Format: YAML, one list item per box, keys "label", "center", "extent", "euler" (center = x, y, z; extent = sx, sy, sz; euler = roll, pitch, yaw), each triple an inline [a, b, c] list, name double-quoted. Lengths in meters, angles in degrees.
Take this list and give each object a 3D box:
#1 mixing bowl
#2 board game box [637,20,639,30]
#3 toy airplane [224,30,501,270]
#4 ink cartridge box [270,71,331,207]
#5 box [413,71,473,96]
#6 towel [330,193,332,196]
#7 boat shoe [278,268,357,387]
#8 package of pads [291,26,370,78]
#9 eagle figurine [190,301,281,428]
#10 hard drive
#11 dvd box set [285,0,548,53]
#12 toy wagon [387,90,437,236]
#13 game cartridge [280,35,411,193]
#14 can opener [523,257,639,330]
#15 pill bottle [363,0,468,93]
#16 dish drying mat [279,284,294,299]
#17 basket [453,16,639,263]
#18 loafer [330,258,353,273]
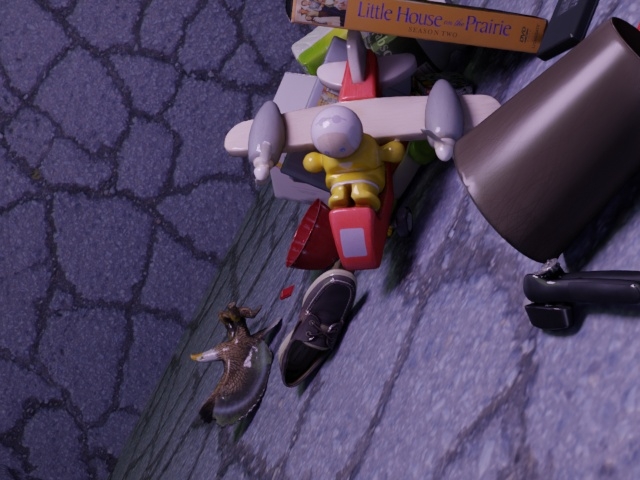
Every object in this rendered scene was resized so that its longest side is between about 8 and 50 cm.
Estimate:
- label: "mixing bowl"
  center: [0.000, 0.000, 1.689]
  extent: [0.181, 0.098, 0.181]
  euler: [-61, 13, 24]
- label: "board game box"
  center: [0.434, -0.270, 0.769]
  extent: [0.146, 0.045, 0.193]
  euler: [-66, 14, -12]
- label: "toy airplane"
  center: [0.062, -0.193, 1.247]
  extent: [0.386, 0.384, 0.272]
  euler: [-48, -18, 9]
- label: "ink cartridge box"
  center: [-0.009, -0.242, 1.760]
  extent: [0.270, 0.197, 0.198]
  euler: [83, -158, -57]
- label: "box"
  center: [0.242, -0.309, 1.422]
  extent: [0.137, 0.094, 0.027]
  euler: [-100, 4, -66]
- label: "towel"
  center: [0.058, -0.155, 1.585]
  extent: [0.274, 0.031, 0.198]
  euler: [69, -147, -51]
- label: "boat shoe"
  center: [-0.006, 0.181, 1.406]
  extent: [0.285, 0.103, 0.092]
  euler: [-59, 19, 31]
- label: "package of pads"
  center: [0.098, -0.474, 1.787]
  extent: [0.297, 0.229, 0.101]
  euler: [-36, 53, 1]
- label: "eagle figurine"
  center: [-0.219, 0.318, 1.816]
  extent: [0.226, 0.225, 0.298]
  euler: [20, -118, -66]
- label: "hard drive"
  center: [0.393, -0.355, 1.114]
  extent: [0.135, 0.022, 0.094]
  euler: [-65, 15, -11]
- label: "dvd box set"
  center: [0.150, -0.406, 1.280]
  extent: [0.307, 0.421, 0.062]
  euler: [-100, 17, -69]
- label: "toy wagon"
  center: [0.153, -0.156, 1.506]
  extent: [0.267, 0.068, 0.344]
  euler: [-39, 27, 59]
- label: "game cartridge"
  center: [0.063, -0.236, 1.418]
  extent: [0.062, 0.198, 0.297]
  euler: [142, 149, -83]
- label: "can opener"
  center: [0.280, 0.051, 0.742]
  extent: [0.059, 0.073, 0.186]
  euler: [-26, 2, -25]
- label: "pill bottle"
  center: [0.181, -0.405, 1.552]
  extent: [0.279, 0.162, 0.162]
  euler: [-33, 26, 24]
- label: "dish drying mat"
  center: [-0.093, 0.142, 1.952]
  extent: [0.083, 0.008, 0.032]
  euler: [-31, 34, 65]
- label: "basket"
  center: [0.286, -0.122, 0.800]
  extent: [0.227, 0.154, 0.204]
  euler: [-49, 43, 35]
- label: "loafer"
  center: [0.030, 0.102, 1.510]
  extent: [0.148, 0.056, 0.050]
  euler: [-60, 10, -32]
